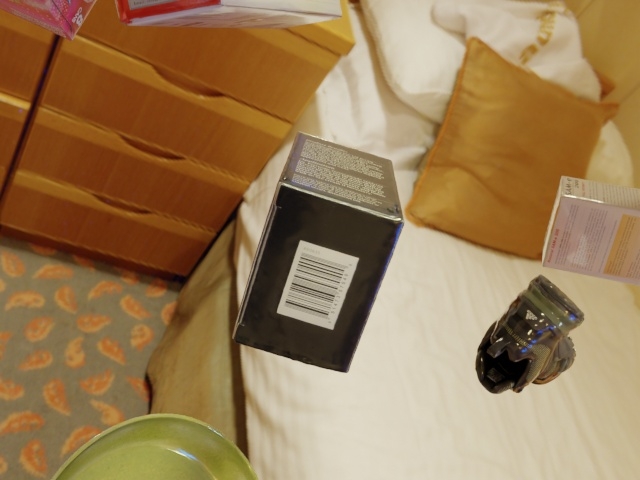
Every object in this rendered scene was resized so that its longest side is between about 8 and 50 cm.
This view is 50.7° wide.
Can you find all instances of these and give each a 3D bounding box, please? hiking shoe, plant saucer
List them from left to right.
[{"bbox_3d":[-0.132,0.258,0.520,0.241,0.037,0.240,21,60,-44],"label":"plant saucer"},{"bbox_3d":[0.213,0.119,0.739,0.086,0.114,0.227,51,-6,31],"label":"hiking shoe"}]

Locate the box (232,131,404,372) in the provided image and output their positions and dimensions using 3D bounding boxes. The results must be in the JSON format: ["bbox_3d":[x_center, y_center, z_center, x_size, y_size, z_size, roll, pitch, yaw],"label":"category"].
[{"bbox_3d":[0.000,0.000,0.643,0.108,0.153,0.207,17,19,-4],"label":"box"}]

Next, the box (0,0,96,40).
[{"bbox_3d":[-0.311,-0.298,0.580,0.257,0.122,0.128,25,78,6],"label":"box"}]

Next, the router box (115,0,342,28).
[{"bbox_3d":[-0.078,-0.341,0.576,0.335,0.082,0.301,-44,128,-67],"label":"router box"}]

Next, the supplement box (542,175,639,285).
[{"bbox_3d":[0.216,-0.005,0.485,0.098,0.062,0.036,12,35,13],"label":"supplement box"}]
